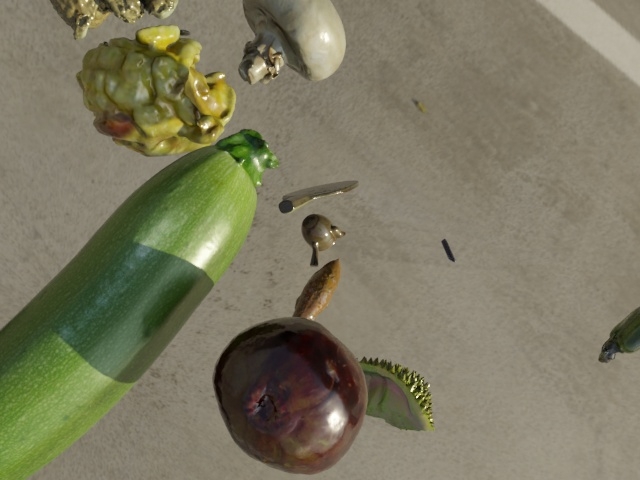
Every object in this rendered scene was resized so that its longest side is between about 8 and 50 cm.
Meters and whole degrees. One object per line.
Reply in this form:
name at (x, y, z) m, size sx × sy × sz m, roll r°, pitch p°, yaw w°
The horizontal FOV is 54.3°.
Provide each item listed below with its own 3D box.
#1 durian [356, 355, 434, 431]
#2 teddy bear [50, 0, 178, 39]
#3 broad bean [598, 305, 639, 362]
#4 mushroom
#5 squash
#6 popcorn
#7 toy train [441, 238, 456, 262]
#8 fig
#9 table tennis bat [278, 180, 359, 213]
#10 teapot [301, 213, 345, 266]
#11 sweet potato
durian at (0.162, 0.401, 1.642) m, size 0.158 × 0.352 × 0.169 m, roll 28°, pitch 70°, yaw -27°
teddy bear at (-0.420, -0.514, 1.228) m, size 0.156 × 0.256 × 0.267 m, roll 26°, pitch 37°, yaw -56°
broad bean at (0.381, 0.067, 0.582) m, size 0.255 × 0.046 × 0.065 m, roll -8°, pitch 102°, yaw -5°
mushroom at (-0.028, -0.142, 0.440) m, size 0.079 × 0.085 × 0.085 m, roll -45°, pitch 101°, yaw -2°
squash at (-0.171, 0.061, 0.493) m, size 0.107 × 0.107 × 0.395 m, roll 44°, pitch 77°, yaw -11°
popcorn at (-0.228, -0.209, 0.889) m, size 0.218 × 0.189 × 0.169 m, roll 12°, pitch 74°, yaw -54°
toy train at (0.356, 0.031, 1.735) m, size 0.017 × 0.017 × 0.083 m, roll 46°, pitch 21°, yaw -43°
fig at (-0.015, 0.109, 0.459) m, size 0.103 × 0.155 × 0.109 m, roll -13°, pitch 85°, yaw 10°
table tennis bat at (-0.014, -0.078, 1.073) m, size 0.234 × 0.131 × 0.022 m, roll -32°, pitch 114°, yaw -65°
teapot at (0.000, 0.000, 1.283) m, size 0.080 × 0.085 × 0.110 m, roll 51°, pitch 42°, yaw -43°
sweet potato at (-0.015, 0.114, 1.210) m, size 0.060 × 0.068 × 0.206 m, roll 52°, pitch 52°, yaw -21°
